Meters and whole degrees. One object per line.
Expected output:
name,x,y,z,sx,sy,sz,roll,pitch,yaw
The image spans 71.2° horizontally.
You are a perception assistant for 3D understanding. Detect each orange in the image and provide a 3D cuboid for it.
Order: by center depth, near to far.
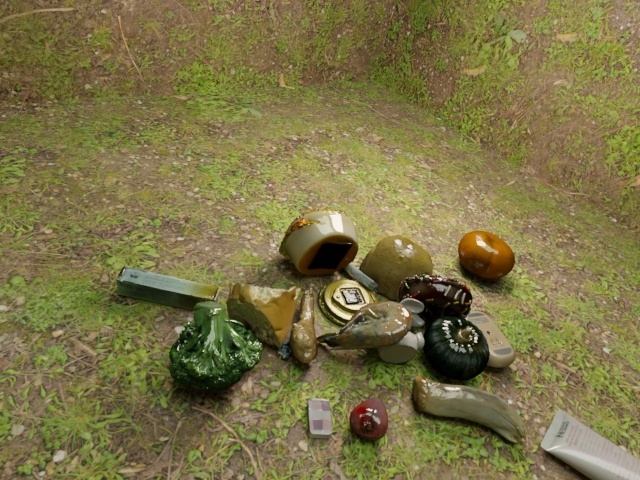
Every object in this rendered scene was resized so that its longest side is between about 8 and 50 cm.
orange,0.702,0.065,1.907,0.240,0.171,0.240,20,26,-10

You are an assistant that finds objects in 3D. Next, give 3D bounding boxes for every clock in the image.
clock,0.108,0.212,1.606,0.237,0.057,0.237,11,38,-8

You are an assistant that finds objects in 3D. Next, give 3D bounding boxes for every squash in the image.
squash,0.439,0.346,1.457,0.218,0.172,0.218,-2,58,4

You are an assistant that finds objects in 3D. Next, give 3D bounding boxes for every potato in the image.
potato,0.303,0.090,1.706,0.286,0.242,0.242,30,40,14

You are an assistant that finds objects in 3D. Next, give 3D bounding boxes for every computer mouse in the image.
computer mouse,0.577,0.349,1.576,0.145,0.082,0.236,-5,40,-24

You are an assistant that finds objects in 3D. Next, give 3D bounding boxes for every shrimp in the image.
shrimp,0.134,0.271,1.417,0.317,0.077,0.168,-12,38,14

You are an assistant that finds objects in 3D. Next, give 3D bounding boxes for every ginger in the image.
ginger,-0.051,0.268,1.426,0.086,0.131,0.294,-18,35,15

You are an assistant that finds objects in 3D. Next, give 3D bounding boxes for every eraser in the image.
eraser,-0.003,0.492,1.237,0.065,0.026,0.105,6,38,-8

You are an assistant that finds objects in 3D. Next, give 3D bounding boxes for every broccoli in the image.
broccoli,-0.297,0.293,1.235,0.262,0.241,0.269,5,4,18

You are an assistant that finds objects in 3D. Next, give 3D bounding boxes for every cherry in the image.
cherry,0.139,0.496,1.233,0.106,0.086,0.126,33,22,31

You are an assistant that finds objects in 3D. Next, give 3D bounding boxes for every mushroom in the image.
mushroom,0.442,0.499,1.338,0.351,0.095,0.122,18,57,4

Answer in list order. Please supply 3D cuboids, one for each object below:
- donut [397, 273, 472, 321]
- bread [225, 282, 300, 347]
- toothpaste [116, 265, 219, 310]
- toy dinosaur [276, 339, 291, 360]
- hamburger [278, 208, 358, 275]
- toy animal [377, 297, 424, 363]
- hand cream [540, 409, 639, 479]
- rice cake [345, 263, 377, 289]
donut,0.397,0.210,1.560,0.270,0.269,0.103,14,61,-3
bread,-0.179,0.176,1.406,0.184,0.211,0.224,5,41,21
toothpaste,-0.487,0.163,1.433,0.313,0.089,0.071,13,44,-5
toy dinosaur,-0.116,0.334,1.392,0.047,0.030,0.083,9,37,-11
hamburger,0.000,0.000,1.660,0.294,0.276,0.179,1,51,-26
toy animal,0.258,0.295,1.467,0.179,0.127,0.193,-8,44,19
hand cream,0.833,0.651,1.281,0.359,0.118,0.186,30,41,30
rice cake,0.137,0.121,1.714,0.211,0.034,0.043,39,4,42
